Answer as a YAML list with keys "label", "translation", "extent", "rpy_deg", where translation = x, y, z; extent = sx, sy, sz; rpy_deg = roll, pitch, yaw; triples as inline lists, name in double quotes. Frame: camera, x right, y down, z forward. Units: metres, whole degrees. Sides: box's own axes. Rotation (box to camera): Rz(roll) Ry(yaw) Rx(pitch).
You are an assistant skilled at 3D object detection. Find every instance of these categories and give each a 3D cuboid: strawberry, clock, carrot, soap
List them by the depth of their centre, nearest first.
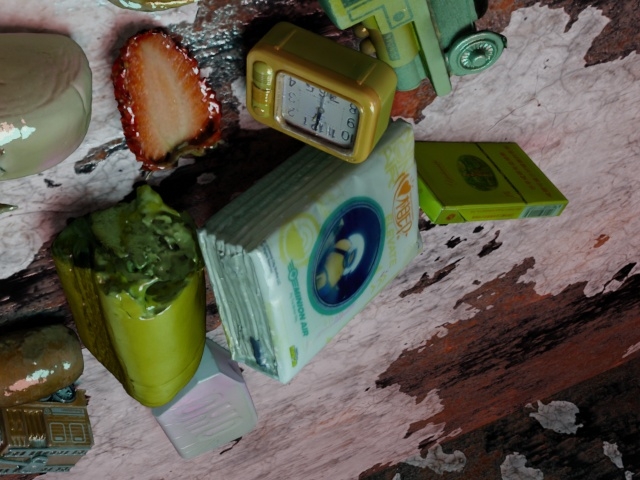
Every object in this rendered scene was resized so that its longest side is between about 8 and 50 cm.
- label: "strawberry"
  translation: [-0.221, -0.203, 1.148]
  extent: [0.167, 0.087, 0.208]
  rpy_deg: [-31, 127, -35]
- label: "clock"
  translation: [-0.002, -0.210, 1.172]
  extent: [0.096, 0.202, 0.143]
  rpy_deg: [-56, 164, -38]
- label: "carrot"
  translation: [-0.567, 0.231, 1.422]
  extent: [0.302, 0.139, 0.139]
  rpy_deg: [-14, 145, -20]
- label: "soap"
  translation: [-0.266, 0.348, 1.830]
  extent: [0.208, 0.115, 0.347]
  rpy_deg: [-23, 147, -10]

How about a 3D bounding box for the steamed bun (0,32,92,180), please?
- label: "steamed bun"
  translation: [-0.385, -0.148, 1.003]
  extent: [0.238, 0.152, 0.170]
  rpy_deg: [-16, 149, -29]

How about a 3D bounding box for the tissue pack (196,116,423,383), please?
- label: "tissue pack"
  translation: [0.000, 0.000, 1.335]
  extent: [0.388, 0.162, 0.287]
  rpy_deg: [-41, 139, -33]

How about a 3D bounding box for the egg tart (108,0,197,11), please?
- label: "egg tart"
  translation: [-0.176, -0.366, 0.928]
  extent: [0.279, 0.095, 0.279]
  rpy_deg: [-19, 146, -13]

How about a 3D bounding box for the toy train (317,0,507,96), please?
- label: "toy train"
  translation: [0.130, -0.335, 1.170]
  extent: [0.237, 0.150, 0.369]
  rpy_deg: [-24, 148, 7]

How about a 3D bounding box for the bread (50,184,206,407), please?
- label: "bread"
  translation: [-0.295, 0.099, 1.354]
  extent: [0.208, 0.251, 0.376]
  rpy_deg: [-31, 149, -29]

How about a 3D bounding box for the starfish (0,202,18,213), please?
- label: "starfish"
  translation: [-0.579, -0.002, 1.084]
  extent: [0.358, 0.078, 0.347]
  rpy_deg: [-20, 173, -13]

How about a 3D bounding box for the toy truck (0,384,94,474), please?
- label: "toy truck"
  translation: [-0.588, 0.359, 1.549]
  extent: [0.136, 0.162, 0.305]
  rpy_deg: [-45, 144, 24]

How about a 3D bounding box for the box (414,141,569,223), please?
- label: "box"
  translation: [0.299, -0.115, 1.555]
  extent: [0.335, 0.187, 0.047]
  rpy_deg: [-4, 137, -34]
